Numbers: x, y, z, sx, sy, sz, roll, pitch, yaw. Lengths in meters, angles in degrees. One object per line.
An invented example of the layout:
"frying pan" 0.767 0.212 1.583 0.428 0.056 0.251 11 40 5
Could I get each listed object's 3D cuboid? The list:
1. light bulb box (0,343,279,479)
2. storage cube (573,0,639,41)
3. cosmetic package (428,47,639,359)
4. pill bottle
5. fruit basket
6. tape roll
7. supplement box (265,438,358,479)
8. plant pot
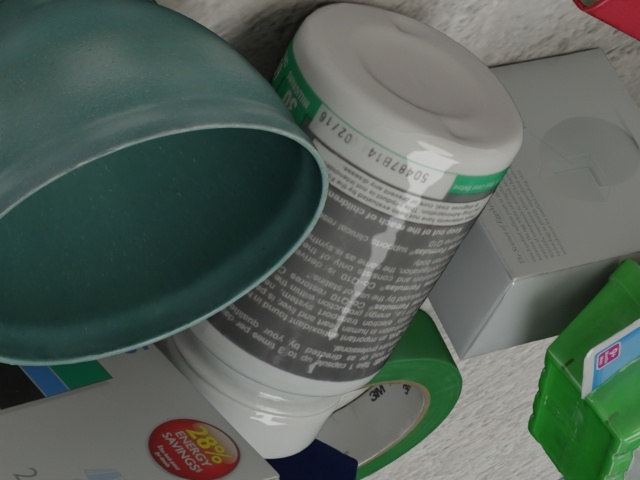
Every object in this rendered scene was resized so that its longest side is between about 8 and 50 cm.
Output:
"light bulb box" -0.251 0.260 1.656 0.225 0.358 0.361 -13 130 -36
"storage cube" 0.254 -0.270 1.434 0.183 0.215 0.193 -38 157 21
"cosmetic package" 0.192 -0.036 1.779 0.224 0.224 0.138 -11 150 -28
"pill bottle" 0.000 0.000 1.630 0.204 0.204 0.361 0 132 -41
"fruit basket" 0.366 0.096 1.746 0.353 0.165 0.327 -24 155 -14
"tape roll" 0.001 0.193 2.192 0.321 0.077 0.321 -21 154 -11
"supplement box" -0.149 0.338 2.059 0.195 0.194 0.356 29 138 -21
"plant pot" -0.165 -0.069 1.434 0.293 0.196 0.293 -20 153 -11
